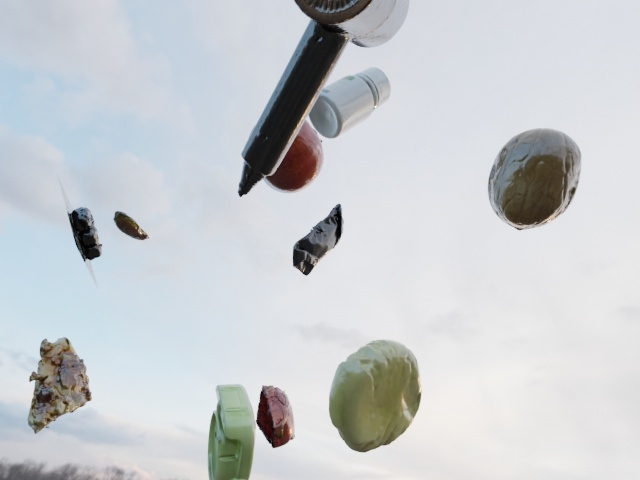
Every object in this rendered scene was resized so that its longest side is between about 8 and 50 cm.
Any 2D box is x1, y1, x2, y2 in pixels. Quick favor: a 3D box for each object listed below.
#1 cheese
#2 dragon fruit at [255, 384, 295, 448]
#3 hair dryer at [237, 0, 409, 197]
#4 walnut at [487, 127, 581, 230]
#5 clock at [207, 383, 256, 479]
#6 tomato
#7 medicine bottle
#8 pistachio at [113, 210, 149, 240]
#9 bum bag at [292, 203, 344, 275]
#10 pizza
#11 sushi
[{"bbox_3d":[0.113,0.325,0.864,0.214,0.225,0.117,-12,13,-37],"label":"cheese"},{"bbox_3d":[-0.120,0.515,1.218,0.127,0.160,0.121,-7,20,-39],"label":"dragon fruit"},{"bbox_3d":[-0.021,-0.203,0.531,0.107,0.189,0.352,39,-64,6],"label":"hair dryer"},{"bbox_3d":[0.423,-0.121,0.811,0.168,0.207,0.167,14,5,-1],"label":"walnut"},{"bbox_3d":[-0.258,0.586,1.142,0.096,0.307,0.235,5,8,-22],"label":"clock"},{"bbox_3d":[-0.140,-0.359,1.650,0.290,0.325,0.293,-44,-40,-3],"label":"tomato"},{"bbox_3d":[0.086,-0.403,1.169,0.139,0.237,0.139,36,-30,25],"label":"medicine bottle"},{"bbox_3d":[-0.655,-0.041,1.387,0.090,0.049,0.173,24,-25,22],"label":"pistachio"},{"bbox_3d":[0.000,0.000,1.386,0.074,0.310,0.137,14,-46,36],"label":"bum bag"},{"bbox_3d":[-0.449,0.259,0.708,0.069,0.194,0.154,-12,-74,-18],"label":"pizza"},{"bbox_3d":[-0.606,-0.020,1.060,0.047,0.231,0.219,-18,-30,-24],"label":"sushi"}]
